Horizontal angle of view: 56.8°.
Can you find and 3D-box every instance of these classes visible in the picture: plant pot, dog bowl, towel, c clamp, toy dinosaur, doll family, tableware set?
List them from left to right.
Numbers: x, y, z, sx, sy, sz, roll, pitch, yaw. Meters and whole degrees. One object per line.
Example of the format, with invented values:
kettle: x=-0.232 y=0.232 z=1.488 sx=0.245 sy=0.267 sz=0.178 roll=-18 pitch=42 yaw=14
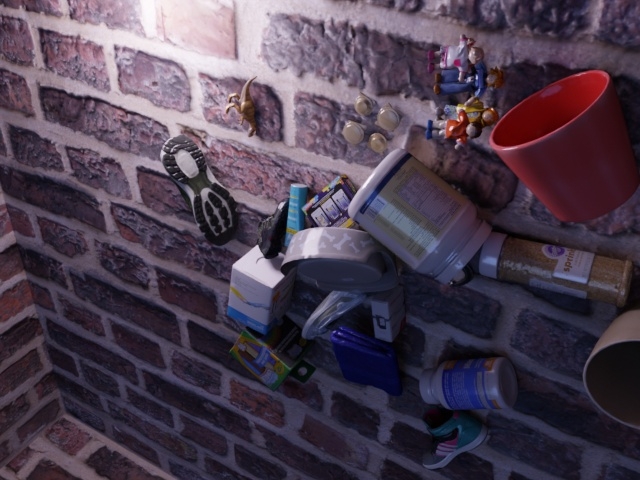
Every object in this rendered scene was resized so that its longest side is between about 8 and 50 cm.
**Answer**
toy dinosaur: x=-0.228 y=-0.417 z=1.786 sx=0.112 sy=0.064 sz=0.212 roll=7 pitch=133 yaw=9
dog bowl: x=0.060 y=0.060 z=1.726 sx=0.348 sy=0.102 sz=0.349 roll=7 pitch=162 yaw=2
towel: x=0.162 y=0.402 z=1.975 sx=0.227 sy=0.076 sz=0.308 roll=13 pitch=147 yaw=22
tableware set: x=0.139 y=-0.316 z=1.625 sx=0.141 sy=0.020 sz=0.169 roll=32 pitch=130 yaw=10
c clamp: x=0.362 y=0.078 z=1.732 sx=0.160 sy=0.022 sz=0.137 roll=44 pitch=127 yaw=4
doll family: x=0.354 y=-0.352 z=1.418 sx=0.163 sy=0.118 sz=0.263 roll=7 pitch=104 yaw=37
plant pot: x=0.549 y=-0.191 z=1.290 sx=0.274 sy=0.275 sz=0.243 roll=-23 pitch=114 yaw=40
plant pot: x=0.781 y=0.259 z=1.397 sx=0.256 sy=0.274 sz=0.257 roll=17 pitch=126 yaw=25

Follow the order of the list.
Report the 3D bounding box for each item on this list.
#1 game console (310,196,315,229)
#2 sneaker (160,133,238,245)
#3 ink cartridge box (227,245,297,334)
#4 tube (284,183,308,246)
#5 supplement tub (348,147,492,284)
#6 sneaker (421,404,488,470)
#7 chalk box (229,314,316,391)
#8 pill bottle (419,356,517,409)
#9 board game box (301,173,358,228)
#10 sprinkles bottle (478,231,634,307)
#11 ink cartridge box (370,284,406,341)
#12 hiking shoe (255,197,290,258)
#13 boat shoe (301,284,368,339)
game console: x=0.022 y=-0.067 z=1.823 sx=0.122 sy=0.071 sz=0.107 roll=12 pitch=136 yaw=26
sneaker: x=-0.419 y=-0.173 z=2.040 sx=0.182 sy=0.158 sz=0.411 roll=19 pitch=137 yaw=62
ink cartridge box: x=-0.202 y=0.166 z=2.054 sx=0.168 sy=0.171 sz=0.233 roll=26 pitch=130 yaw=17
tube: x=-0.075 y=-0.073 z=1.860 sx=0.080 sy=0.052 sz=0.207 roll=22 pitch=113 yaw=44
supplement tub: x=0.261 y=-0.061 z=1.561 sx=0.324 sy=0.235 sz=0.235 roll=39 pitch=132 yaw=6
sneaker: x=0.400 y=0.656 z=2.000 sx=0.178 sy=0.124 sz=0.295 roll=40 pitch=125 yaw=-2
chalk box: x=-0.154 y=0.413 z=2.176 sx=0.289 sy=0.180 sz=0.179 roll=41 pitch=132 yaw=6
pill bottle: x=0.448 y=0.441 z=1.817 sx=0.271 sy=0.152 sz=0.152 roll=-13 pitch=110 yaw=38
board game box: x=0.046 y=-0.091 z=1.769 sx=0.170 sy=0.048 sz=0.141 roll=-38 pitch=83 yaw=30
sprinkles bottle: x=0.592 y=0.070 z=1.505 sx=0.355 sy=0.121 sz=0.121 roll=14 pitch=125 yaw=25
ink cartridge box: x=0.215 y=0.223 z=1.858 sx=0.063 sy=0.109 sz=0.151 roll=10 pitch=123 yaw=32
hiking shoe: x=-0.160 y=-0.054 z=1.940 sx=0.114 sy=0.086 sz=0.227 roll=43 pitch=119 yaw=33
boat shoe: x=0.040 y=0.246 z=1.988 sx=0.103 sy=0.118 sz=0.320 roll=41 pitch=124 yaw=5
